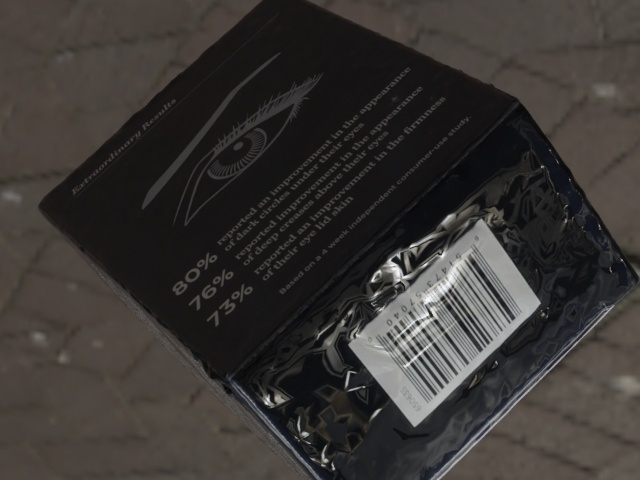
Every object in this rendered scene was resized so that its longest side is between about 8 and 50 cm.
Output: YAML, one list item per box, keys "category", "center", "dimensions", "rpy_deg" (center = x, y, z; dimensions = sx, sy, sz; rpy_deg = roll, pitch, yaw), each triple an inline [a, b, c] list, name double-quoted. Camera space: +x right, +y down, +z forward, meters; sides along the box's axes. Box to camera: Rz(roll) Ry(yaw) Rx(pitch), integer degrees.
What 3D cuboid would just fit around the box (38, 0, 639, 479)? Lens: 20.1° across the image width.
- category: "box"
  center: [0.000, 0.000, 0.750]
  dimensions: [0.108, 0.153, 0.207]
  rpy_deg: [52, 172, -33]
